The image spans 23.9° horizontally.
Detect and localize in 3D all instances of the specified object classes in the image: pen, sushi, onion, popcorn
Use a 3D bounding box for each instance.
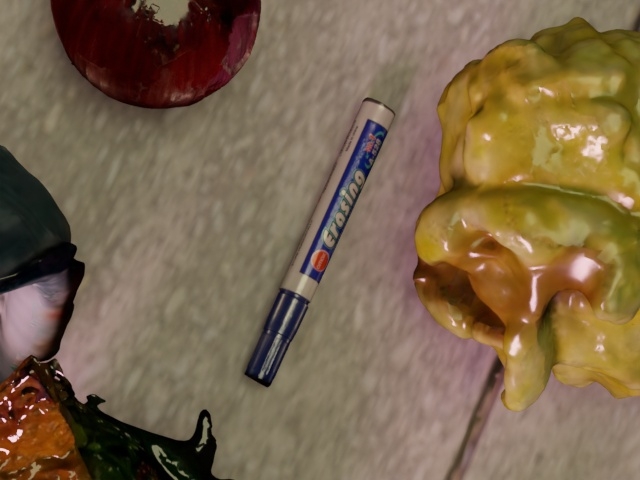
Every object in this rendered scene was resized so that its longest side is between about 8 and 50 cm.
[{"bbox_3d":[0.000,0.000,0.984,0.025,0.025,0.204,26,76,-10],"label":"pen"},{"bbox_3d":[-0.116,0.162,0.865,0.140,0.149,0.287,-21,115,9],"label":"sushi"},{"bbox_3d":[-0.102,-0.142,0.931,0.131,0.131,0.131,2,82,-15],"label":"onion"},{"bbox_3d":[0.176,-0.021,0.952,0.255,0.195,0.256,-38,112,-11],"label":"popcorn"}]

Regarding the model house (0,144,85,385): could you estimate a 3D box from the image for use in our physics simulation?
[{"bbox_3d":[-0.286,-0.003,0.815,0.184,0.253,0.291,-30,74,-30],"label":"model house"}]
